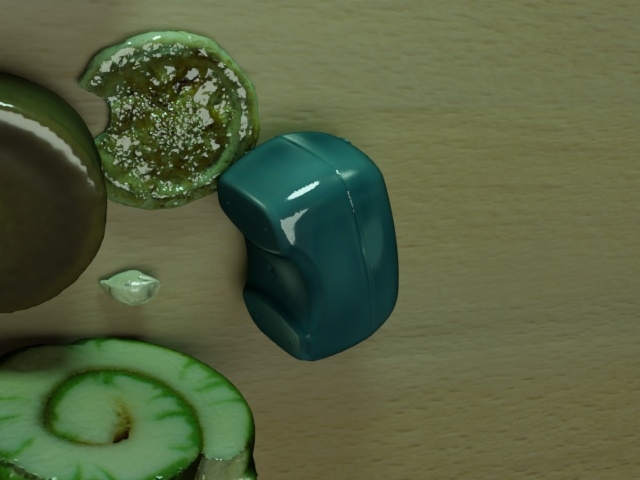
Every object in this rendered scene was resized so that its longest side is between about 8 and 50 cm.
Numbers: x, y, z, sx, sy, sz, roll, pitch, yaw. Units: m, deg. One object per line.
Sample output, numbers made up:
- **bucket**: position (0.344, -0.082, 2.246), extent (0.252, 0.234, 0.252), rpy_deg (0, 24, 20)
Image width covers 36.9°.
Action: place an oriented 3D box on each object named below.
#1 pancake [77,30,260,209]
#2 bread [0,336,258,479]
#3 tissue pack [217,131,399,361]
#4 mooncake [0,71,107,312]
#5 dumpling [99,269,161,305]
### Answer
- **pancake**: position (-0.195, -0.148, 1.226), extent (0.254, 0.037, 0.253), rpy_deg (-8, 118, -15)
- **bread**: position (-0.265, 0.259, 1.213), extent (0.382, 0.366, 0.129), rpy_deg (13, 111, -4)
- **tissue pack**: position (0.000, 0.000, 1.285), extent (0.206, 0.198, 0.287), rpy_deg (-29, 127, -23)
- **mooncake**: position (-0.394, -0.060, 1.116), extent (0.285, 0.155, 0.284), rpy_deg (-7, 122, -11)
- **dumpling**: position (-0.259, 0.070, 1.315), extent (0.077, 0.043, 0.059), rpy_deg (-17, 143, -17)
